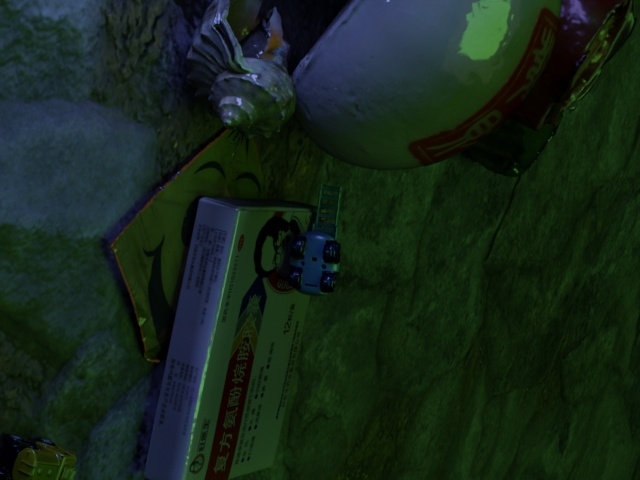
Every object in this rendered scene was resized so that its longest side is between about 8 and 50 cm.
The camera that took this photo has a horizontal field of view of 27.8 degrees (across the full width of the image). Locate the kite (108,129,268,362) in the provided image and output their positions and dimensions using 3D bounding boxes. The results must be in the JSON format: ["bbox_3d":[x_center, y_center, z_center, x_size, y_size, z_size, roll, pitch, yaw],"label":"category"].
[{"bbox_3d":[-0.134,0.000,1.559,0.377,0.013,0.328,19,89,-61],"label":"kite"}]

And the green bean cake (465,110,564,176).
[{"bbox_3d":[0.313,-0.232,2.069,0.222,0.125,0.227,-57,148,-30],"label":"green bean cake"}]

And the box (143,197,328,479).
[{"bbox_3d":[-0.102,0.124,1.605,0.214,0.069,0.353,0,103,-60],"label":"box"}]

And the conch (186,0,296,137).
[{"bbox_3d":[-0.079,-0.208,1.435,0.155,0.130,0.207,89,16,-51],"label":"conch"}]

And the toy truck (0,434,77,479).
[{"bbox_3d":[-0.299,0.239,1.370,0.083,0.054,0.049,27,81,-60],"label":"toy truck"}]

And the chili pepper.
[{"bbox_3d":[0.267,-0.315,1.825,0.229,0.305,0.251,-7,123,-66],"label":"chili pepper"}]

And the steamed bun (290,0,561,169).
[{"bbox_3d":[0.139,-0.234,1.536,0.374,0.241,0.374,-47,-174,7],"label":"steamed bun"}]

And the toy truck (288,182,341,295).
[{"bbox_3d":[0.000,0.000,1.599,0.074,0.063,0.136,-37,137,-75],"label":"toy truck"}]
